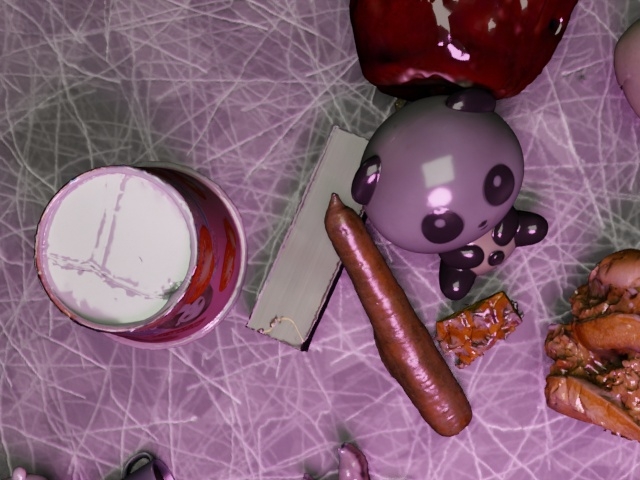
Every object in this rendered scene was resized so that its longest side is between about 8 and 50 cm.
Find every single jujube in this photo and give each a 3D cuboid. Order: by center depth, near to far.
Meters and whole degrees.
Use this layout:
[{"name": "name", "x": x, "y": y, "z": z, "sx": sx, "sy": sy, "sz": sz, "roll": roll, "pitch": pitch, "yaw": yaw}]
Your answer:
[{"name": "jujube", "x": 0.188, "y": -0.329, "z": 1.718, "sx": 0.258, "sy": 0.258, "sz": 0.377, "roll": 28, "pitch": 96, "yaw": 5}]

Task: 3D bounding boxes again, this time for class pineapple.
[{"name": "pineapple", "x": 0.207, "y": 0.102, "z": 1.769, "sx": 0.116, "sy": 0.137, "sz": 0.069, "roll": -29, "pitch": 89, "yaw": -38}]

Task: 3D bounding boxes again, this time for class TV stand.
[{"name": "TV stand", "x": 0.000, "y": 0.000, "z": 1.787, "sx": 0.083, "sy": 0.088, "sz": 0.269, "roll": 24, "pitch": 90, "yaw": 3}]

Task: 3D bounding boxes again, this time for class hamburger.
[{"name": "hamburger", "x": 0.401, "y": 0.136, "z": 1.671, "sx": 0.245, "sy": 0.260, "sz": 0.211, "roll": 20, "pitch": 85, "yaw": -14}]

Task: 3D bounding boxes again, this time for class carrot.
[{"name": "carrot", "x": 0.085, "y": 0.091, "z": 1.748, "sx": 0.070, "sy": 0.070, "sz": 0.342, "roll": -29, "pitch": 105, "yaw": 3}]

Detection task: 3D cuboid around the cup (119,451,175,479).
[{"name": "cup", "x": -0.224, "y": 0.314, "z": 1.809, "sx": 0.077, "sy": 0.078, "sz": 0.100, "roll": -28, "pitch": 52, "yaw": 8}]

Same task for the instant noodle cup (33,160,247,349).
[{"name": "instant noodle cup", "x": -0.221, "y": 0.012, "z": 1.736, "sx": 0.243, "sy": 0.231, "sz": 0.243, "roll": 0, "pitch": 87, "yaw": 5}]

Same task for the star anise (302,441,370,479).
[{"name": "star anise", "x": 0.036, "y": 0.363, "z": 1.770, "sx": 0.229, "sy": 0.093, "sz": 0.236, "roll": 7, "pitch": 90, "yaw": 4}]

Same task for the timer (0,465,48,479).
[{"name": "timer", "x": -0.331, "y": 0.429, "z": 1.737, "sx": 0.291, "sy": 0.291, "sz": 0.315, "roll": -20, "pitch": 67, "yaw": 4}]

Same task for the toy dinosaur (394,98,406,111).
[{"name": "toy dinosaur", "x": 0.120, "y": -0.089, "z": 1.810, "sx": 0.058, "sy": 0.037, "sz": 0.180, "roll": -1, "pitch": 82, "yaw": 20}]

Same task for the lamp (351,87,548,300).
[{"name": "lamp", "x": 0.153, "y": -0.056, "z": 1.697, "sx": 0.197, "sy": 0.198, "sz": 0.244, "roll": -34, "pitch": 128, "yaw": 3}]

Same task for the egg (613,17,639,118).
[{"name": "egg", "x": 0.470, "y": -0.193, "z": 1.706, "sx": 0.253, "sy": 0.186, "sz": 0.186, "roll": 19, "pitch": 90, "yaw": 4}]
